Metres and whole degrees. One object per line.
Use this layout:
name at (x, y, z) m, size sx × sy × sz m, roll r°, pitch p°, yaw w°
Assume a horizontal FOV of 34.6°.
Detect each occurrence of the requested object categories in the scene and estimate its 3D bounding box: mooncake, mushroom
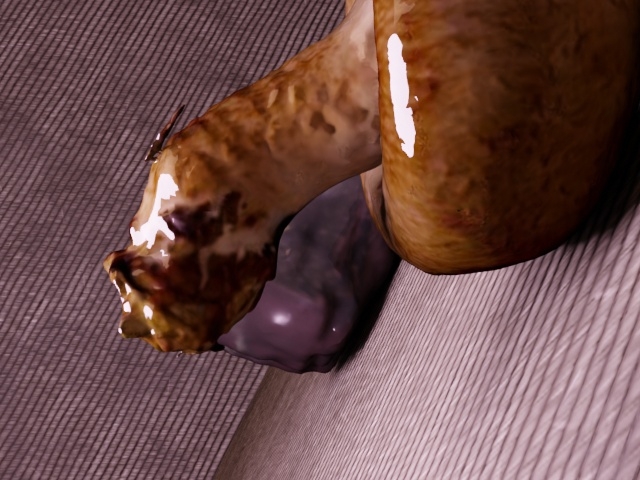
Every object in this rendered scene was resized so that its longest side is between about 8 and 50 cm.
mooncake at (0.000, 0.000, 1.414) m, size 0.350 × 0.212 × 0.381 m, roll -7°, pitch -57°, yaw -88°
mushroom at (0.043, -0.111, 0.702) m, size 0.331 × 0.356 × 0.334 m, roll -23°, pitch -72°, yaw -70°
